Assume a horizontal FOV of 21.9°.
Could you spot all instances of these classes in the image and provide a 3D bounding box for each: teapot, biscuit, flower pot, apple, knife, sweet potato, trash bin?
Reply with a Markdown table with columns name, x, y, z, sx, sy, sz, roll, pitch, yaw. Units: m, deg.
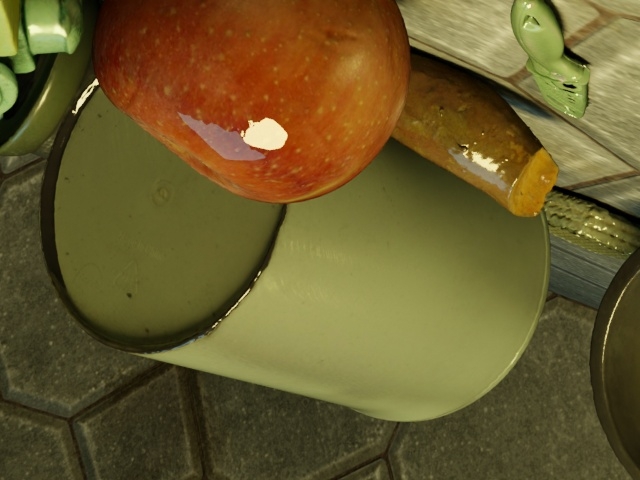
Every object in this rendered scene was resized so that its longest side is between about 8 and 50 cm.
| name | x | y | z | sx | sy | sz | roll | pitch | yaw |
| --- | --- | --- | --- | --- | --- | --- | --- | --- | --- |
| teapot | -0.160 | -0.138 | 1.716 | 0.337 | 0.200 | 0.270 | 23 | -156 | -26 |
| biscuit | 0.310 | 0.004 | 1.685 | 0.250 | 0.046 | 0.147 | 23 | 179 | -1 |
| flower pot | 0.385 | 0.112 | 1.445 | 0.166 | 0.269 | 0.269 | -7 | -159 | -44 |
| apple | -0.040 | -0.118 | 1.049 | 0.201 | 0.162 | 0.201 | 35 | 177 | 2 |
| knife | 0.145 | -0.109 | 1.017 | 0.043 | 0.020 | 0.293 | 22 | 178 | 13 |
| sweet potato | 0.077 | -0.106 | 1.239 | 0.243 | 0.077 | 0.077 | 35 | 178 | 2 |
| trash bin | 0.000 | 0.000 | 1.386 | 0.280 | 0.280 | 0.432 | 22 | -177 | 36 |

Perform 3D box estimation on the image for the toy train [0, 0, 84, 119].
| name | x | y | z | sx | sy | sz | roll | pitch | yaw |
| --- | --- | --- | --- | --- | --- | --- | --- | --- | --- |
| toy train | -0.366 | -0.181 | 1.118 | 0.397 | 0.160 | 0.253 | -2 | 161 | -2 |
